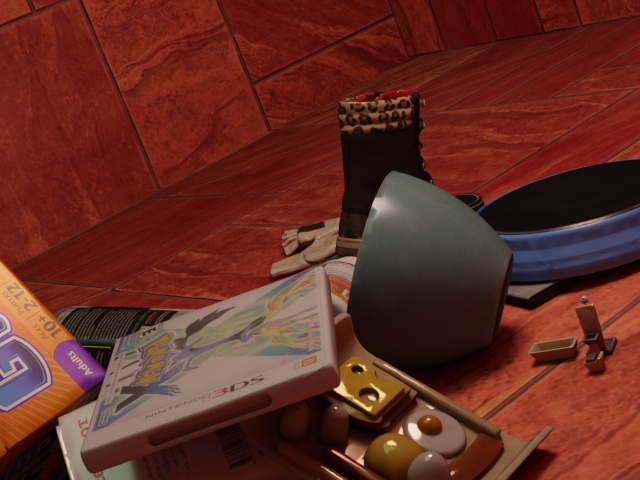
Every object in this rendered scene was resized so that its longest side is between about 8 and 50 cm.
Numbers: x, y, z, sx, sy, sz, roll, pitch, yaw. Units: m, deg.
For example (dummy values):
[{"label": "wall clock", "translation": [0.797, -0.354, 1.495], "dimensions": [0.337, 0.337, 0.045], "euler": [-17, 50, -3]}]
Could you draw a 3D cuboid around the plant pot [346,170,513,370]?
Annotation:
[{"label": "plant pot", "translation": [0.167, 0.061, 1.780], "dimensions": [0.195, 0.290, 0.290], "euler": [13, 25, 13]}]

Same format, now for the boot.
[{"label": "boot", "translation": [0.164, -0.130, 2.238], "dimensions": [0.377, 0.284, 0.138], "euler": [-14, 14, -41]}]

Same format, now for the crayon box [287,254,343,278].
[{"label": "crayon box", "translation": [-0.040, 0.125, 2.125], "dimensions": [0.278, 0.081, 0.165], "euler": [-26, 16, -16]}]

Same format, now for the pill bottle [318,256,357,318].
[{"label": "pill bottle", "translation": [0.023, 0.101, 1.917], "dimensions": [0.121, 0.121, 0.216], "euler": [-16, 12, 20]}]

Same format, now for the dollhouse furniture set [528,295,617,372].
[{"label": "dollhouse furniture set", "translation": [0.319, 0.125, 1.640], "dimensions": [0.114, 0.081, 0.091], "euler": [-13, 17, 30]}]

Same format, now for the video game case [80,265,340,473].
[{"label": "video game case", "translation": [-0.126, 0.145, 1.501], "dimensions": [0.299, 0.036, 0.329], "euler": [-20, 17, 4]}]

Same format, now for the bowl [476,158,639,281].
[{"label": "bowl", "translation": [0.429, -0.043, 2.025], "dimensions": [0.391, 0.077, 0.391], "euler": [-16, 14, 4]}]

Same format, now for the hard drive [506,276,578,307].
[{"label": "hard drive", "translation": [0.325, 0.069, 1.939], "dimensions": [0.094, 0.022, 0.135], "euler": [-28, 16, -21]}]

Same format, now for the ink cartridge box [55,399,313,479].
[{"label": "ink cartridge box", "translation": [-0.161, 0.271, 1.558], "dimensions": [0.289, 0.122, 0.211], "euler": [-23, 47, -6]}]

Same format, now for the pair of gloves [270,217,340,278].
[{"label": "pair of gloves", "translation": [0.000, 0.000, 2.575], "dimensions": [0.204, 0.042, 0.240], "euler": [-17, 17, 15]}]

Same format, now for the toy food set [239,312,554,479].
[{"label": "toy food set", "translation": [0.085, 0.208, 1.440], "dimensions": [0.306, 0.092, 0.219], "euler": [29, 43, 25]}]

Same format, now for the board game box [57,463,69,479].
[{"label": "board game box", "translation": [-0.494, 0.332, 2.054], "dimensions": [0.317, 0.066, 0.318], "euler": [-24, 16, -10]}]

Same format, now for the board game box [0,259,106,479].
[{"label": "board game box", "translation": [-0.569, 0.234, 1.676], "dimensions": [0.356, 0.356, 0.356], "euler": [-37, -13, -40]}]

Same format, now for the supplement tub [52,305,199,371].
[{"label": "supplement tub", "translation": [-0.297, 0.195, 1.851], "dimensions": [0.315, 0.194, 0.193], "euler": [1, 23, 22]}]
